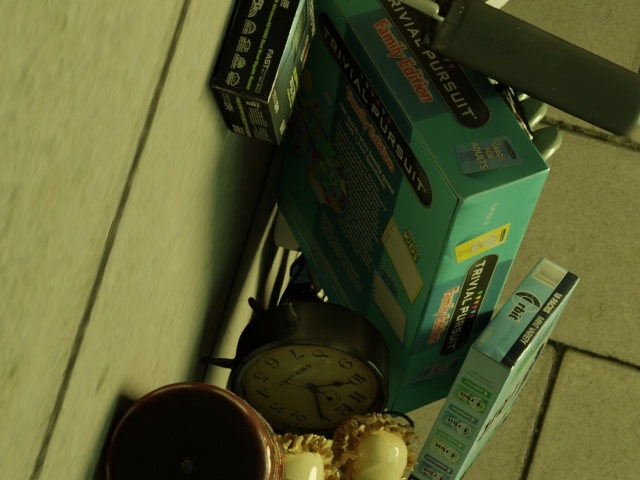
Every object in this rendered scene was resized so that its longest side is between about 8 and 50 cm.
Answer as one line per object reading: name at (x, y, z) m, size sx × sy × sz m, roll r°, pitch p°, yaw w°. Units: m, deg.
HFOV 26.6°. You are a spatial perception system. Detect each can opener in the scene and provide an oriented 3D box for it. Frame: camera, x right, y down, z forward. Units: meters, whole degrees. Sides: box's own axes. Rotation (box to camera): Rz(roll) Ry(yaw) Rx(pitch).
can opener at (0.111, -0.170, 0.951) m, size 0.076 × 0.283 × 0.095 m, roll -113°, pitch -134°, yaw -75°

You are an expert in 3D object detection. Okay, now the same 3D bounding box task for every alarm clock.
alarm clock at (0.007, 0.117, 1.137) m, size 0.129 × 0.192 × 0.064 m, roll -35°, pitch -151°, yaw 32°

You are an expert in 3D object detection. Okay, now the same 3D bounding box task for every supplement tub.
supplement tub at (-0.078, 0.152, 0.910) m, size 0.198 × 0.106 × 0.106 m, roll 83°, pitch 23°, yaw -80°

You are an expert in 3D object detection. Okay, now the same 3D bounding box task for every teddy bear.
teddy bear at (-0.048, 0.253, 1.152) m, size 0.245 × 0.113 × 0.338 m, roll -25°, pitch 152°, yaw -28°

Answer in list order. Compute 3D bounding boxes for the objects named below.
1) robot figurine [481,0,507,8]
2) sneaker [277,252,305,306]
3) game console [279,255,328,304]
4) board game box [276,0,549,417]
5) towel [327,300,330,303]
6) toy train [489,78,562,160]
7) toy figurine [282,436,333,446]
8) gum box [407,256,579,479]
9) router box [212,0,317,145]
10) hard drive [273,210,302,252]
robot figurine at (0.121, -0.309, 1.290) m, size 0.278 × 0.174 × 0.209 m, roll 85°, pitch -20°, yaw -79°
sneaker at (-0.010, 0.053, 1.554) m, size 0.087 × 0.083 × 0.221 m, roll -16°, pitch 139°, yaw -54°
game console at (0.000, 0.000, 1.393) m, size 0.107 × 0.071 × 0.122 m, roll -10°, pitch -140°, yaw 50°
board game box at (0.061, -0.043, 1.135) m, size 0.253 × 0.079 × 0.336 m, roll 61°, pitch -21°, yaw 28°
towel at (-0.012, 0.138, 1.494) m, size 0.187 × 0.049 × 0.282 m, roll -38°, pitch 165°, yaw -12°
toy train at (0.130, -0.132, 1.415) m, size 0.190 × 0.142 × 0.334 m, roll -30°, pitch -160°, yaw 13°
toy figurine at (-0.048, 0.275, 1.864) m, size 0.217 × 0.191 × 0.362 m, roll -118°, pitch -153°, yaw -51°
gum box at (0.146, 0.125, 1.171) m, size 0.157 × 0.041 × 0.184 m, roll -43°, pitch 158°, yaw -48°
router box at (-0.034, -0.121, 0.877) m, size 0.122 × 0.038 × 0.092 m, roll 76°, pitch 31°, yaw -81°
hard drive at (0.016, -0.118, 1.487) m, size 0.318 × 0.040 × 0.210 m, roll -53°, pitch 159°, yaw -77°
